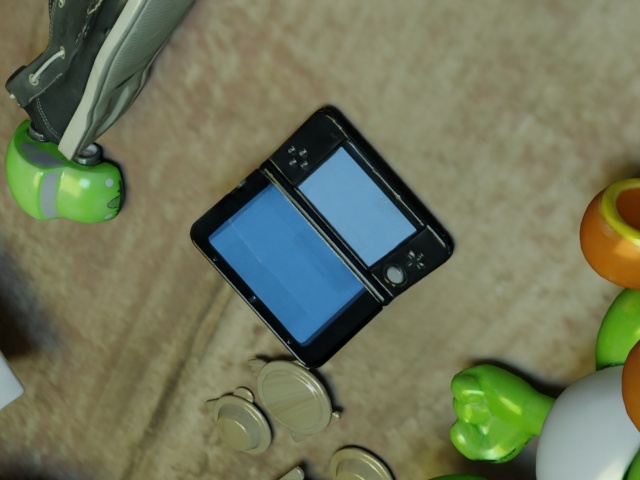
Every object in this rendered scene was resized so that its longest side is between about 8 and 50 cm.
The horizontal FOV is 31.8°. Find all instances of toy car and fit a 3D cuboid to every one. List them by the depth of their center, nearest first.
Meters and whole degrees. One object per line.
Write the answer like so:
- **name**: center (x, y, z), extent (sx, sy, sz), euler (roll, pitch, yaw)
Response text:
- **toy car**: center (-0.248, -0.073, 0.840), extent (0.225, 0.053, 0.239), euler (28, 133, 18)

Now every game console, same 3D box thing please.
- **game console**: center (0.000, 0.000, 0.694), extent (0.122, 0.071, 0.107), euler (48, 136, -2)

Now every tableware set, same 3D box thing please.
- **tableware set**: center (-0.016, 0.163, 0.859), extent (0.141, 0.020, 0.168), euler (-29, 99, 43)

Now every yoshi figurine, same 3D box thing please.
- **yoshi figurine**: center (0.127, 0.146, 0.634), extent (0.203, 0.204, 0.362), euler (41, 140, 28)

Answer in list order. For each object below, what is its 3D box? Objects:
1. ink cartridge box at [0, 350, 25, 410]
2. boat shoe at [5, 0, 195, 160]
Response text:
- **ink cartridge box**: center (-0.414, 0.009, 0.940), extent (0.207, 0.119, 0.353), euler (-3, 119, 58)
- **boat shoe**: center (-0.134, -0.137, 0.689), extent (0.079, 0.084, 0.233), euler (47, 139, -1)
